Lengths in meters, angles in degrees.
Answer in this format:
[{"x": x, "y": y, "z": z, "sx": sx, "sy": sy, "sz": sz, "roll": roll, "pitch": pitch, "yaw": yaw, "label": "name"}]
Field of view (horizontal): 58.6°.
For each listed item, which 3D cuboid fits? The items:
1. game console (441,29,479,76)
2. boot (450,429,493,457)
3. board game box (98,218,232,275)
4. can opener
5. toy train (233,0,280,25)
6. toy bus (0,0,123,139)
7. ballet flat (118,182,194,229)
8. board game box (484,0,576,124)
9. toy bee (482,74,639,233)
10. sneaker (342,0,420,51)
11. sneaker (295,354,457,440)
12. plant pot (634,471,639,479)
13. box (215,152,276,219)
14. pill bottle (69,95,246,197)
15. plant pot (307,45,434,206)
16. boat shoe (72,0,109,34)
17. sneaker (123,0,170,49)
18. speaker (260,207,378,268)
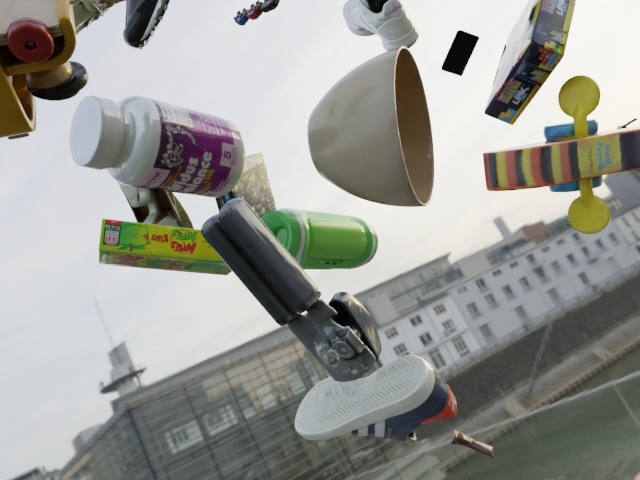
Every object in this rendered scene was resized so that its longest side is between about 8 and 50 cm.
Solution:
[{"x": 0.419, "y": -0.566, "z": 1.717, "sx": 0.107, "sy": 0.071, "sz": 0.122, "roll": -63, "pitch": -4, "yaw": -63, "label": "game console"}, {"x": 0.413, "y": 0.554, "z": 1.540, "sx": 0.106, "sy": 0.114, "sz": 0.037, "roll": 16, "pitch": -83, "yaw": -66, "label": "boot"}, {"x": -0.206, "y": 0.012, "z": 0.781, "sx": 0.181, "sy": 0.043, "sz": 0.092, "roll": 6, "pitch": -15, "yaw": -20, "label": "board game box"}, {"x": -0.029, "y": 0.062, "z": 0.739, "sx": 0.076, "sy": 0.283, "sz": 0.095, "roll": -36, "pitch": 6, "yaw": 34, "label": "can opener"}, {"x": -0.144, "y": -0.507, "z": 1.265, "sx": 0.027, "sy": 0.036, "sz": 0.158, "roll": 24, "pitch": -15, "yaw": -39, "label": "toy train"}, {"x": -0.242, "y": -0.123, "z": 0.408, "sx": 0.191, "sy": 0.202, "sz": 0.104, "roll": -56, "pitch": -20, "yaw": -36, "label": "toy bus"}, {"x": -0.373, "y": -0.078, "z": 1.255, "sx": 0.123, "sy": 0.349, "sz": 0.123, "roll": -12, "pitch": 28, "yaw": 7, "label": "ballet flat"}, {"x": 0.288, "y": -0.268, "z": 0.777, "sx": 0.141, "sy": 0.048, "sz": 0.170, "roll": 111, "pitch": -178, "yaw": -63, "label": "board game box"}, {"x": 0.374, "y": -0.128, "z": 0.757, "sx": 0.298, "sy": 0.195, "sz": 0.162, "roll": -35, "pitch": 17, "yaw": -18, "label": "toy bee"}, {"x": 0.135, "y": -0.573, "z": 1.403, "sx": 0.114, "sy": 0.305, "sz": 0.152, "roll": -38, "pitch": -49, "yaw": -2, "label": "sneaker"}, {"x": 0.102, "y": 0.333, "z": 1.092, "sx": 0.148, "sy": 0.131, "sz": 0.350, "roll": 40, "pitch": -44, "yaw": -25, "label": "sneaker"}, {"x": 0.662, "y": 0.594, "z": 1.071, "sx": 0.203, "sy": 0.291, "sz": 0.290, "roll": -44, "pitch": -20, "yaw": 18, "label": "plant pot"}, {"x": -0.180, "y": -0.109, "z": 1.378, "sx": 0.051, "sy": 0.175, "sz": 0.220, "roll": -10, "pitch": 14, "yaw": 20, "label": "box"}, {"x": -0.306, "y": -0.179, "z": 1.094, "sx": 0.301, "sy": 0.169, "sz": 0.169, "roll": 5, "pitch": -34, "yaw": -46, "label": "pill bottle"}, {"x": 0.087, "y": -0.192, "z": 1.057, "sx": 0.190, "sy": 0.285, "sz": 0.284, "roll": -6, "pitch": -7, "yaw": 22, "label": "plant pot"}, {"x": -0.470, "y": -0.494, "z": 1.145, "sx": 0.109, "sy": 0.094, "sz": 0.303, "roll": 113, "pitch": 176, "yaw": -64, "label": "boat shoe"}, {"x": -0.277, "y": -0.443, "z": 0.875, "sx": 0.124, "sy": 0.284, "sz": 0.107, "roll": 18, "pitch": 0, "yaw": -24, "label": "sneaker"}, {"x": 0.000, "y": 0.000, "z": 1.259, "sx": 0.131, "sy": 0.131, "sz": 0.296, "roll": -38, "pitch": -26, "yaw": 33, "label": "speaker"}]
